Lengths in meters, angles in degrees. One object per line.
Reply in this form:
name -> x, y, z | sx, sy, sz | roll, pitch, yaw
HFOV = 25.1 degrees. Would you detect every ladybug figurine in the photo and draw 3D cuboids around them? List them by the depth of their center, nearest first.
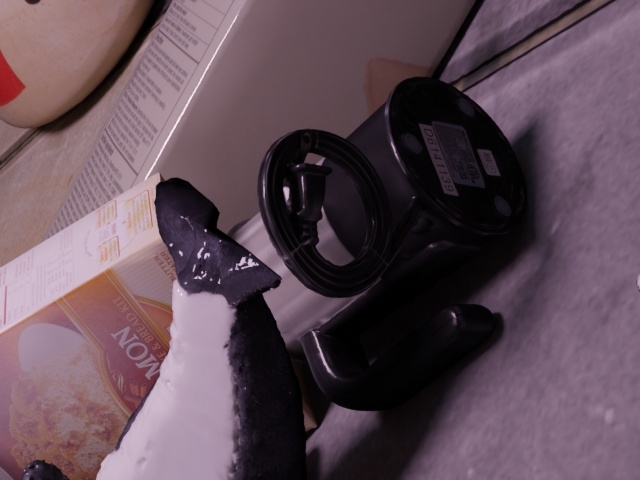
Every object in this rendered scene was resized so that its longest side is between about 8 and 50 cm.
ladybug figurine -> -0.298, -0.276, 1.520 | 0.449, 0.162, 0.305 | 6, 71, 65

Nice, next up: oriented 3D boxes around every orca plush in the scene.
orca plush -> -0.058, 0.104, 0.688 | 0.102, 0.151, 0.287 | -40, -45, -58

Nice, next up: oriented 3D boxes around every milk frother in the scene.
milk frother -> 0.000, 0.000, 0.657 | 0.135, 0.143, 0.129 | -39, 40, 38

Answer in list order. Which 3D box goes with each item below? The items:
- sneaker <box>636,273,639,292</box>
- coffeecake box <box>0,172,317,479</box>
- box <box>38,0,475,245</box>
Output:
sneaker -> 0.142, 0.024, 0.495 | 0.035, 0.031, 0.083 | -47, 29, 2
coffeecake box -> -0.120, 0.076, 0.743 | 0.185, 0.142, 0.068 | -30, 31, 9
box -> -0.049, -0.058, 0.842 | 0.311, 0.121, 0.148 | -59, 23, 8
